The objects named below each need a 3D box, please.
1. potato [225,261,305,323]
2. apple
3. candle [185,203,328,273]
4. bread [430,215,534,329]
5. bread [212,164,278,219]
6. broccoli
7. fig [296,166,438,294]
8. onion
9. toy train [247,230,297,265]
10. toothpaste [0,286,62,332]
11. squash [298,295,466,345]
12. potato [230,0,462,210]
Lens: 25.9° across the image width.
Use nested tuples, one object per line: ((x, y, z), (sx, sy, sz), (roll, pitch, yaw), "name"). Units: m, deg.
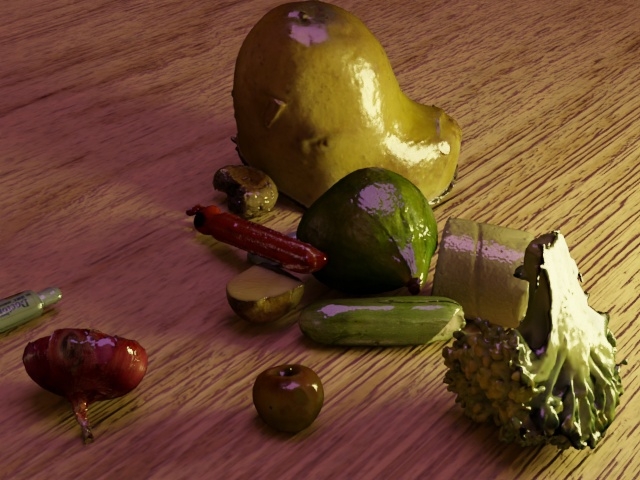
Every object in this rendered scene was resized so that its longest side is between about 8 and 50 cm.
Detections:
((-0.086, 0.084, 1.914), (0.103, 0.066, 0.096), (-23, 32, -39), "potato")
((-0.040, 0.192, 1.711), (0.089, 0.074, 0.089), (5, 26, -2), "apple")
((-0.099, -0.003, 2.017), (0.051, 0.048, 0.329), (-32, 29, -26), "candle")
((0.237, 0.044, 2.003), (0.141, 0.134, 0.148), (12, 38, 7), "bread")
((-0.114, -0.076, 2.214), (0.082, 0.060, 0.113), (-10, 35, -30), "bread")
((0.253, 0.135, 1.754), (0.180, 0.273, 0.242), (-13, 6, 44), "broccoli")
((0.093, 0.017, 1.961), (0.203, 0.203, 0.235), (-12, 42, -33), "fig")
((-0.282, 0.174, 1.667), (0.150, 0.140, 0.150), (0, -15, 0), "onion")
((0.000, 0.000, 2.110), (0.234, 0.051, 0.052), (-6, 27, -25), "toy train")
((-0.445, 0.108, 1.801), (0.255, 0.037, 0.067), (-23, 46, -40), "toothpaste")
((0.087, 0.111, 1.905), (0.239, 0.069, 0.069), (-1, 29, -13), "squash")
((0.053, -0.225, 2.233), (0.397, 0.296, 0.290), (13, 45, 1), "potato")
